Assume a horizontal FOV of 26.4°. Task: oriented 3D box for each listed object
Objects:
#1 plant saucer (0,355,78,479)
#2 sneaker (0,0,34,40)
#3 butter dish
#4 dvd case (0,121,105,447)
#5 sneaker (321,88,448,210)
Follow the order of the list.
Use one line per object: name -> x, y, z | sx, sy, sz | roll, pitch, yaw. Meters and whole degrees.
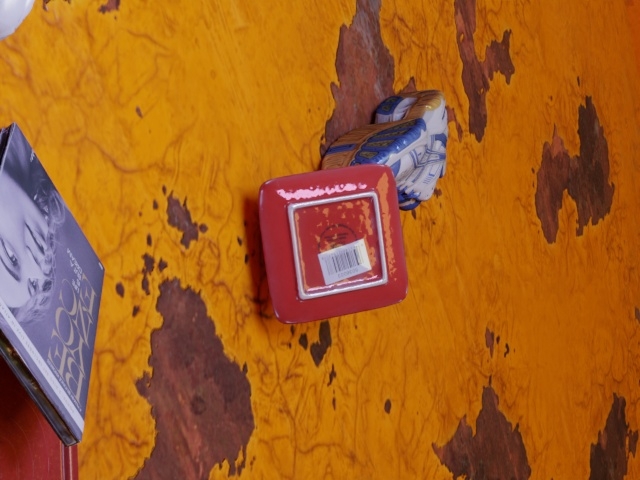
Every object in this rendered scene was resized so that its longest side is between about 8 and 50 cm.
plant saucer -> -0.264, 0.178, 1.036 | 0.259, 0.048, 0.258 | -1, 89, -62
sneaker -> -0.277, -0.262, 1.015 | 0.115, 0.090, 0.232 | -2, 81, -56
butter dish -> 0.000, 0.000, 1.496 | 0.160, 0.118, 0.160 | -10, 98, -20
dvd case -> -0.219, 0.029, 1.064 | 0.221, 0.018, 0.164 | -94, 162, -54
sneaker -> 0.099, -0.089, 1.686 | 0.296, 0.112, 0.131 | -41, 124, -56
